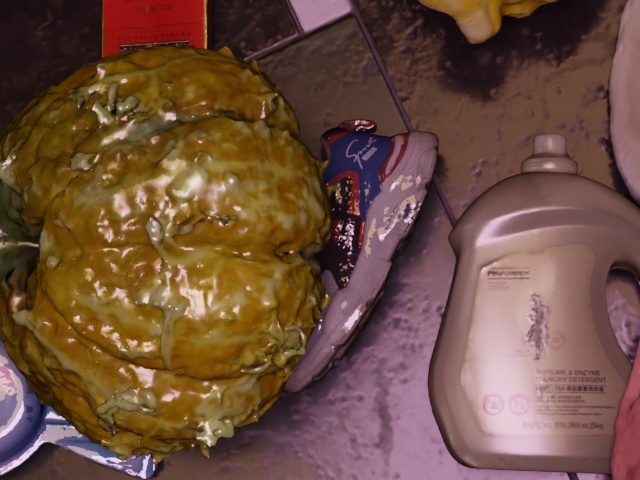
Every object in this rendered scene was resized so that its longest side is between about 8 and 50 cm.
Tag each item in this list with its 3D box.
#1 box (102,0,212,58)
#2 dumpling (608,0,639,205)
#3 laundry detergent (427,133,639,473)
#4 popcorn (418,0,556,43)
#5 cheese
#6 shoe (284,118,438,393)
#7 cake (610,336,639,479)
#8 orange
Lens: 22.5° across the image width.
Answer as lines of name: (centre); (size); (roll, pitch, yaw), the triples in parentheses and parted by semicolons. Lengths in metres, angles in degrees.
box: (-0.133, -0.162, 1.315); (0.090, 0.023, 0.133); (-1, 81, 10)
dumpling: (0.321, -0.106, 1.193); (0.227, 0.243, 0.175); (-37, 121, 15)
laundry detergent: (0.174, 0.046, 1.208); (0.181, 0.091, 0.253); (2, 82, 4)
popcorn: (0.116, -0.271, 1.215); (0.235, 0.181, 0.216); (35, 89, 14)
cheese: (-0.249, 0.126, 1.274); (0.245, 0.052, 0.135); (2, 79, -3)
shoe: (0.000, 0.000, 1.231); (0.126, 0.099, 0.227); (27, 81, 3)
cake: (0.346, 0.179, 1.030); (0.293, 0.307, 0.314); (16, 82, -7)
orange: (-0.131, 0.010, 1.161); (0.223, 0.300, 0.301); (1, 90, -35)
